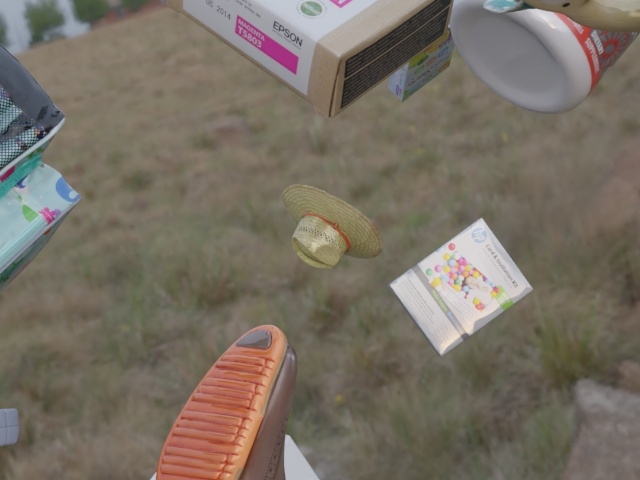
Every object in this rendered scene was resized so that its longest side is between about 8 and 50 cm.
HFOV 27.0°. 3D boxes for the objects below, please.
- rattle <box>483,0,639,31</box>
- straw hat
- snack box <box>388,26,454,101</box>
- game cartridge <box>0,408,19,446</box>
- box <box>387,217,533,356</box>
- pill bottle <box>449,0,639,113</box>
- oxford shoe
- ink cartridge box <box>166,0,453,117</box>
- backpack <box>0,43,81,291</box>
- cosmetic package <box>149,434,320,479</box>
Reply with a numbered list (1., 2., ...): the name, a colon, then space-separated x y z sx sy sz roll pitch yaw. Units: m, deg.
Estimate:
1. rattle: 0.207 -0.160 1.030 0.200 0.142 0.130 -4 -6 12
2. straw hat: 0.000 0.000 1.651 0.144 0.144 0.061 -3 47 49
3. snack box: 0.152 -0.274 1.962 0.100 0.037 0.141 -37 -16 -15
4. game cartridge: -0.521 0.246 1.690 0.196 0.060 0.294 -9 -7 19
5. box: 0.225 0.076 2.151 0.186 0.145 0.038 -35 -1 -5
6. pill bottle: 0.349 -0.354 1.726 0.363 0.210 0.210 -49 24 -20
7. oxford shoe: -0.082 0.262 1.272 0.133 0.363 0.130 25 -12 -31
8. ink cartridge box: -0.009 -0.258 1.369 0.235 0.088 0.193 37 54 20
9. backpack: -0.329 -0.018 1.043 0.253 0.191 0.225 -39 6 -32
10. cosmetic package: -0.142 0.389 1.798 0.225 0.138 0.224 -13 27 44
